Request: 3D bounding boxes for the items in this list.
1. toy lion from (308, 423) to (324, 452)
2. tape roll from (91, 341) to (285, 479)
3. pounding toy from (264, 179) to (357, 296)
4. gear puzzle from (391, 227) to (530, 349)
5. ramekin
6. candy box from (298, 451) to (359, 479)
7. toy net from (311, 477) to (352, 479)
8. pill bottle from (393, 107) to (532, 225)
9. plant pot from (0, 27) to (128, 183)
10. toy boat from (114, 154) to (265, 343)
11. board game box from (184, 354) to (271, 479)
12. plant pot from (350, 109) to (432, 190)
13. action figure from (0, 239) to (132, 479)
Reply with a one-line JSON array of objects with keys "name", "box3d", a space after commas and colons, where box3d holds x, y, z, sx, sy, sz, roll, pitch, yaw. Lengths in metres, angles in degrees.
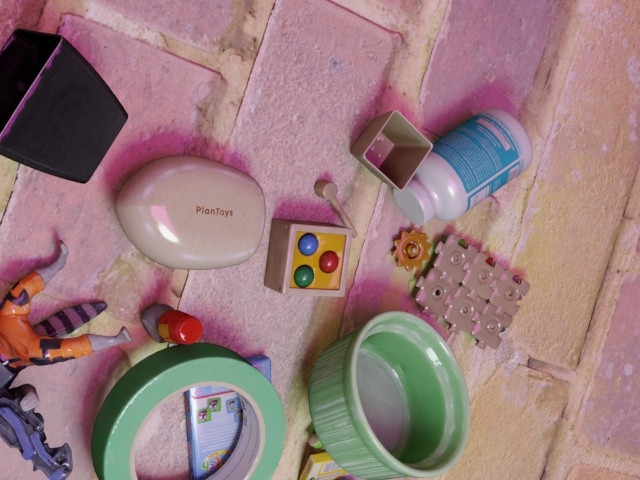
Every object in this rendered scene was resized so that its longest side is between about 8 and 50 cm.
[{"name": "toy lion", "box3d": [0.026, 0.346, 1.725, 0.100, 0.096, 0.034, -21, 130, 18]}, {"name": "tape roll", "box3d": [-0.216, 0.334, 1.515, 0.321, 0.077, 0.321, -9, 109, -29]}, {"name": "pounding toy", "box3d": [0.009, -0.005, 1.648, 0.181, 0.094, 0.206, 4, 96, -28]}, {"name": "gear puzzle", "box3d": [0.266, 0.085, 1.834, 0.339, 0.044, 0.175, 31, 85, -26]}, {"name": "ramekin", "box3d": [0.121, 0.293, 1.661, 0.303, 0.148, 0.303, 22, 55, -35]}, {"name": "candy box", "box3d": [0.062, 0.432, 1.755, 0.206, 0.027, 0.105, -6, 139, -28]}, {"name": "toy net", "box3d": [0.000, 0.564, 1.738, 0.122, 0.045, 0.232, 4, 105, -41]}, {"name": "pill bottle", "box3d": [0.268, -0.135, 1.735, 0.264, 0.146, 0.146, -33, 112, -20]}, {"name": "plant pot", "box3d": [-0.408, -0.188, 1.359, 0.167, 0.188, 0.187, 37, 80, -41]}, {"name": "toy boat", "box3d": [-0.232, 0.017, 1.511, 0.267, 0.148, 0.318, 11, 85, -34]}, {"name": "board game box", "box3d": [-0.163, 0.325, 1.640, 0.160, 0.039, 0.211, -7, 101, -27]}, {"name": "plant pot", "box3d": [0.121, -0.168, 1.680, 0.109, 0.096, 0.109, 39, 79, -26]}, {"name": "action figure", "box3d": [-0.454, 0.211, 1.396, 0.330, 0.178, 0.341, -36, 88, -13]}]
